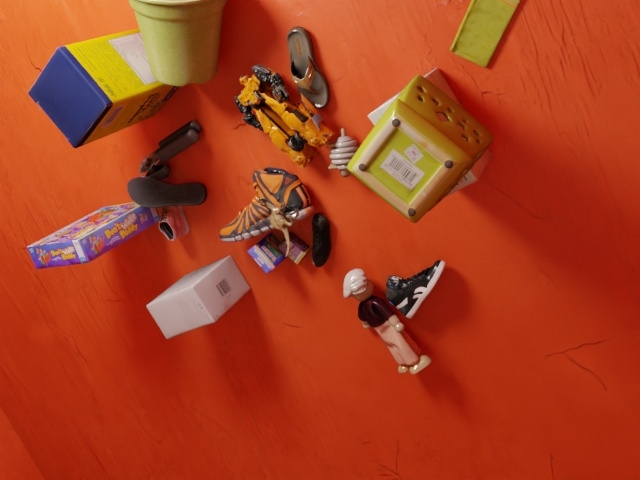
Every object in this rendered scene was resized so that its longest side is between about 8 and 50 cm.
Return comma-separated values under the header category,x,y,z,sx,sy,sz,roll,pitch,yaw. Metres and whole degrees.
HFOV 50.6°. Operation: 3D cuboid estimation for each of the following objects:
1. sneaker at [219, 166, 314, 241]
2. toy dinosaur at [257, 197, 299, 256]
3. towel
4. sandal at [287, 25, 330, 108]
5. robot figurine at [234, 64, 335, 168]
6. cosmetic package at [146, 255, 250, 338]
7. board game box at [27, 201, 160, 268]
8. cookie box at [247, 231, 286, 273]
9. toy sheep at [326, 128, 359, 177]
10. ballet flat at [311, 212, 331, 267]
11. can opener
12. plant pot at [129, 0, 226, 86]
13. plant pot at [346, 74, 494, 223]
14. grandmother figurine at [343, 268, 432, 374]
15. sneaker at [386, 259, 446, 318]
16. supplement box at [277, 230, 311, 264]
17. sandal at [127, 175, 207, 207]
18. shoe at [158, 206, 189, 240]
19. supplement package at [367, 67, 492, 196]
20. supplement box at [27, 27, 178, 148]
category,x,y,z,sx,sy,sz,roll,pitch,yaw
sneaker,-0.182,-0.115,1.996,0.321,0.124,0.180,-20,100,22
toy dinosaur,-0.104,-0.054,1.906,0.093,0.053,0.183,-29,90,38
towel,0.389,-0.523,1.551,0.102,0.021,0.237,30,124,12
sandal,-0.041,-0.449,1.781,0.090,0.060,0.219,-3,114,28
robot figurine,-0.106,-0.343,1.838,0.291,0.085,0.211,47,141,-1
cosmetic package,-0.389,0.181,2.169,0.225,0.224,0.138,-24,102,33
board game box,-0.712,-0.025,2.157,0.233,0.347,0.078,-6,110,29
cookie box,-0.155,0.037,2.050,0.092,0.107,0.040,50,125,-3
toy sheep,0.063,-0.234,1.821,0.091,0.091,0.132,2,110,26
ballet flat,0.000,0.000,2.000,0.049,0.058,0.173,-134,42,-53
can opener,-0.456,-0.268,2.091,0.283,0.076,0.095,-24,134,33
plant pot,-0.370,-0.559,1.793,0.276,0.276,0.253,19,132,18
plant pot,0.203,-0.185,1.450,0.228,0.207,0.227,40,123,3
grandmother figurine,0.177,0.230,1.975,0.342,0.104,0.208,56,145,-10
sneaker,0.253,0.117,1.900,0.121,0.079,0.216,33,125,8
supplement box,-0.079,0.022,2.044,0.083,0.043,0.055,40,125,3
sandal,-0.482,-0.145,2.130,0.255,0.054,0.097,7,92,4
shoe,-0.486,-0.089,2.172,0.064,0.081,0.177,-11,109,30
supplement package,0.269,-0.252,1.634,0.145,0.204,0.261,-29,99,32
supplement box,-0.581,-0.431,1.883,0.195,0.356,0.194,-37,94,35
